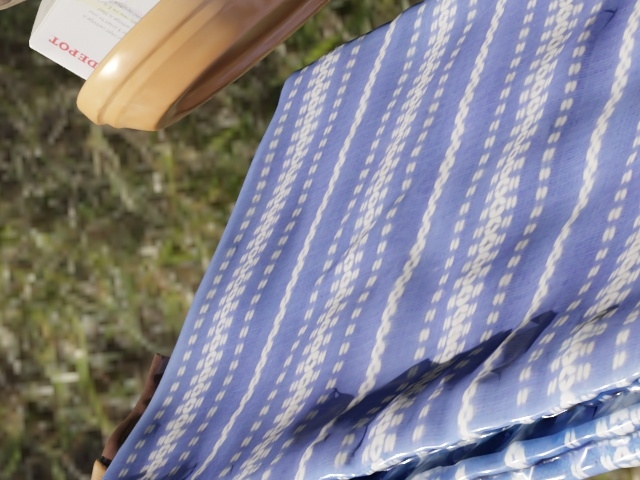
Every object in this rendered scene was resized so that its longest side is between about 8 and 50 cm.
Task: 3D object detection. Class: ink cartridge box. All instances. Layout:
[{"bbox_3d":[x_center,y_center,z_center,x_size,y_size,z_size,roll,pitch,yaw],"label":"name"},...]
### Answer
[{"bbox_3d":[-0.200,-0.303,2.118,0.171,0.168,0.232,32,120,-17],"label":"ink cartridge box"}]

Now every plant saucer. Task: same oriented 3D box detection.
[{"bbox_3d":[-0.035,-0.118,0.921,0.200,0.037,0.200,-39,-179,1],"label":"plant saucer"}]

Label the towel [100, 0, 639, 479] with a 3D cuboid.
[{"bbox_3d":[0.049,-0.024,0.535,0.040,0.243,0.336,37,144,-21],"label":"towel"}]

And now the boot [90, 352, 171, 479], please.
[{"bbox_3d":[-0.107,0.253,1.891,0.248,0.206,0.090,26,173,3],"label":"boot"}]

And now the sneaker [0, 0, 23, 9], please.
[{"bbox_3d":[-0.308,-0.294,1.914,0.188,0.066,0.071,-25,157,29],"label":"sneaker"}]
